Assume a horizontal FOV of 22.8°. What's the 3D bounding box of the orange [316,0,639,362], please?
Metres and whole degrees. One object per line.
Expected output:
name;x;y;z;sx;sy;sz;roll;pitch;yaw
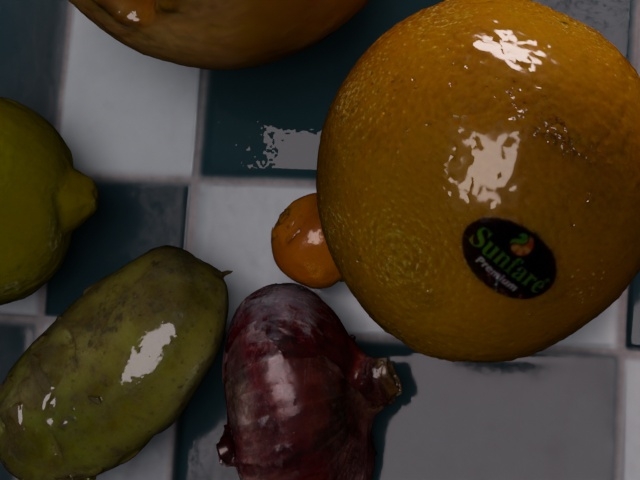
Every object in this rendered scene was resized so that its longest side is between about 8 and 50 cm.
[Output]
orange;0.125;-0.045;1.190;0.274;0.274;0.274;-1;84;13

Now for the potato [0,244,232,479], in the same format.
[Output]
potato;-0.168;0.106;1.310;0.251;0.113;0.149;-41;41;3

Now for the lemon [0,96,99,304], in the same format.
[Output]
lemon;-0.310;-0.034;1.330;0.248;0.184;0.184;1;84;12

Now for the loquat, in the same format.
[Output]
loquat;-0.076;-0.296;1.243;0.328;0.328;0.328;-1;84;13

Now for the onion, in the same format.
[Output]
onion;-0.018;0.137;1.265;0.151;0.098;0.206;-14;94;23

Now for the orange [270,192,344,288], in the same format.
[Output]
orange;-0.001;0.000;1.305;0.083;0.083;0.083;-1;84;13
